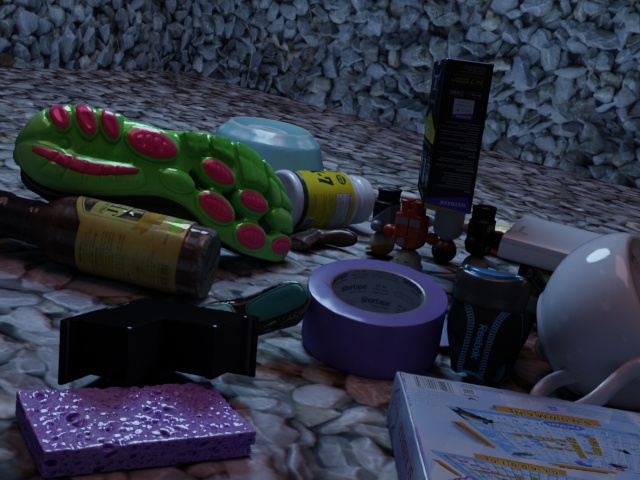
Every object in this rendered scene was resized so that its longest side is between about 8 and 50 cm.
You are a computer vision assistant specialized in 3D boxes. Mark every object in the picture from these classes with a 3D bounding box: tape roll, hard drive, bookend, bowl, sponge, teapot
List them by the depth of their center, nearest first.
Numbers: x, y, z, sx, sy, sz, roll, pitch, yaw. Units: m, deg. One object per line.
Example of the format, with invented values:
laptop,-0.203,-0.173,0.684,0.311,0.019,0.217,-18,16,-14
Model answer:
sponge,-0.182,0.181,0.889,0.210,0.031,0.117,1,18,-31
bookend,-0.172,0.118,0.981,0.157,0.072,0.156,7,8,21
teapot,0.373,0.124,1.206,0.187,0.252,0.256,-26,-30,31
tape roll,0.072,0.100,1.210,0.189,0.080,0.189,7,24,-3
hard drive,0.502,0.035,1.553,0.353,0.047,0.233,16,16,19
bowl,-0.120,-0.170,1.950,0.312,0.163,0.311,11,16,-3

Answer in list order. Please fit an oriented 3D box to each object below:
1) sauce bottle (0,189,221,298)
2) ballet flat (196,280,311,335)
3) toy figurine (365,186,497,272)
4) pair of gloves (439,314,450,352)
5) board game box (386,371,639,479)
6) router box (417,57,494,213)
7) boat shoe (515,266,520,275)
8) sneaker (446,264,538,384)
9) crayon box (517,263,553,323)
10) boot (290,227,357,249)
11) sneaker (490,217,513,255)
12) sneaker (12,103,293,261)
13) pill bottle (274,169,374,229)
sauce bottle,-0.321,-0.004,1.308,0.345,0.111,0.111,13,15,6
ballet flat,-0.101,0.106,1.148,0.189,0.070,0.070,-14,21,-10
toy figurine,0.200,-0.008,1.646,0.213,0.148,0.209,3,11,-19
pair of gloves,0.129,0.122,1.337,0.198,0.023,0.159,7,16,-10
board game box,0.238,0.246,0.885,0.319,0.065,0.318,10,15,-3
router box,0.228,-0.189,1.567,0.081,0.242,0.309,8,11,3
boat shoe,0.438,0.070,1.702,0.142,0.040,0.049,21,18,32
sneaker,0.222,0.121,1.236,0.125,0.139,0.341,13,-5,19
crayon box,0.516,0.109,1.542,0.323,0.083,0.203,10,15,-4
boot,0.000,0.000,1.654,0.107,0.037,0.114,3,8,24
sneaker,0.411,0.012,1.846,0.209,0.081,0.094,10,21,21
sneaker,-0.260,-0.086,1.478,0.483,0.185,0.202,21,-22,-24
pill bottle,-0.001,-0.080,1.792,0.209,0.119,0.119,-2,20,-41
